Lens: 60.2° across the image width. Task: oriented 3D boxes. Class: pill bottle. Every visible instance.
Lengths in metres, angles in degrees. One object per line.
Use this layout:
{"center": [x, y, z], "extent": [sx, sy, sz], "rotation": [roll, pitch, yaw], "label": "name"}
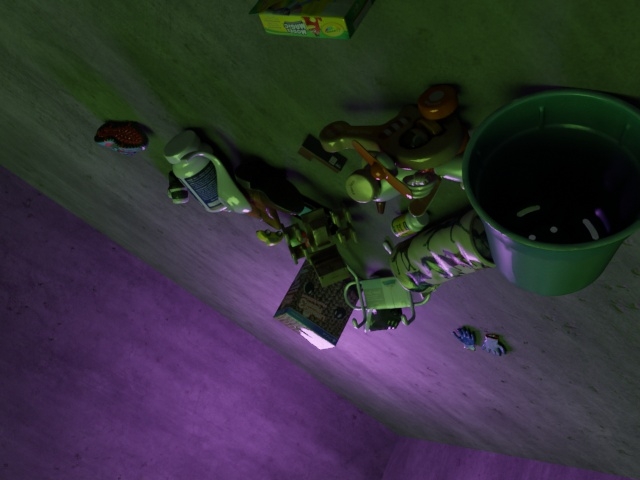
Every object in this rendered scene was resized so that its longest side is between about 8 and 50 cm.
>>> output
{"center": [0.262, -0.052, 1.604], "extent": [0.065, 0.065, 0.116], "rotation": [36, 153, -15], "label": "pill bottle"}
{"center": [-0.396, -0.230, 1.845], "extent": [0.153, 0.153, 0.264], "rotation": [8, 148, 37], "label": "pill bottle"}

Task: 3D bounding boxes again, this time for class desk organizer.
{"center": [0.004, -0.237, 1.551], "extent": [0.130, 0.047, 0.050], "rotation": [33, 156, -7], "label": "desk organizer"}

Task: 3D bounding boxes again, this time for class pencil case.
{"center": [0.368, 0.037, 1.543], "extent": [0.183, 0.160, 0.410], "rotation": [50, 151, -4], "label": "pencil case"}

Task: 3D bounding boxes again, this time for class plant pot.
{"center": [0.468, -0.062, 1.111], "extent": [0.341, 0.341, 0.334], "rotation": [17, 160, 24], "label": "plant pot"}

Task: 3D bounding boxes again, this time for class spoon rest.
{"center": [-0.315, -0.186, 1.752], "extent": [0.276, 0.084, 0.137], "rotation": [47, 162, -31], "label": "spoon rest"}

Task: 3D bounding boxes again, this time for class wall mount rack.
{"center": [0.195, 0.151, 1.936], "extent": [0.350, 0.130, 0.304], "rotation": [-10, 97, 33], "label": "wall mount rack"}

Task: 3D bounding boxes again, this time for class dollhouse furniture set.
{"center": [0.000, 0.000, 1.782], "extent": [0.161, 0.212, 0.242], "rotation": [-118, 9, -60], "label": "dollhouse furniture set"}

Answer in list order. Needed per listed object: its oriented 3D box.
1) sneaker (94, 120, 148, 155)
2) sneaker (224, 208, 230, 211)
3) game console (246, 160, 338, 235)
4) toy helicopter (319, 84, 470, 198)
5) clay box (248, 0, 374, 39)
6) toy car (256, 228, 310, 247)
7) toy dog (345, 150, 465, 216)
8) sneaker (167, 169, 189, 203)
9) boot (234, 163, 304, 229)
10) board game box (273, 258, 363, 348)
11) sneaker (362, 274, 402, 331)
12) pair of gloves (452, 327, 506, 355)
{"center": [-0.696, -0.364, 2.005], "extent": [0.262, 0.104, 0.125], "rotation": [16, 169, 34], "label": "sneaker"}
{"center": [-0.409, -0.176, 2.049], "extent": [0.215, 0.084, 0.083], "rotation": [38, 155, 6], "label": "sneaker"}
{"center": [-0.096, -0.132, 1.847], "extent": [0.361, 0.044, 0.213], "rotation": [28, 155, 0], "label": "game console"}
{"center": [0.141, -0.215, 1.234], "extent": [0.355, 0.235, 0.140], "rotation": [10, 148, 36], "label": "toy helicopter"}
{"center": [-0.019, -0.458, 1.078], "extent": [0.222, 0.127, 0.053], "rotation": [15, 152, 29], "label": "clay box"}
{"center": [-0.098, 0.005, 2.000], "extent": [0.239, 0.053, 0.225], "rotation": [2, 171, 10], "label": "toy car"}
{"center": [0.221, -0.131, 1.364], "extent": [0.334, 0.220, 0.161], "rotation": [21, 140, 50], "label": "toy dog"}
{"center": [-0.547, -0.221, 2.122], "extent": [0.217, 0.079, 0.121], "rotation": [-145, 50, -64], "label": "sneaker"}
{"center": [-0.160, -0.101, 1.812], "extent": [0.264, 0.096, 0.280], "rotation": [23, 154, 14], "label": "boot"}
{"center": [0.000, 0.229, 2.120], "extent": [0.232, 0.291, 0.141], "rotation": [35, 154, -13], "label": "board game box"}
{"center": [0.250, 0.241, 2.132], "extent": [0.147, 0.104, 0.295], "rotation": [-1, 131, -5], "label": "sneaker"}
{"center": [0.605, 0.386, 2.103], "extent": [0.198, 0.023, 0.159], "rotation": [11, 147, 31], "label": "pair of gloves"}
